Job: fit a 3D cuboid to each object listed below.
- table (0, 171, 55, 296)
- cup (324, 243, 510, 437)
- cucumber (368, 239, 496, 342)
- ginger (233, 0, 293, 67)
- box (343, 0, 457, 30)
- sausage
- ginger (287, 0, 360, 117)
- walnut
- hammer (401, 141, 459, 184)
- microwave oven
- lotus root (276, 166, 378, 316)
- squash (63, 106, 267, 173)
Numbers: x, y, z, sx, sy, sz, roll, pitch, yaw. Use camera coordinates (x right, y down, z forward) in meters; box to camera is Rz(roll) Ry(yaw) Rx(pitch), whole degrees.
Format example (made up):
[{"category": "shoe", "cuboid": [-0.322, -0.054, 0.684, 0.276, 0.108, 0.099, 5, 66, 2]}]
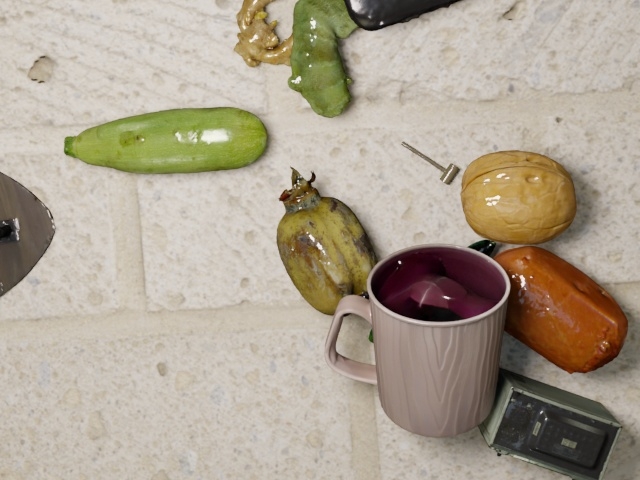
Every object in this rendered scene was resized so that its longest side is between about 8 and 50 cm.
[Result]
[{"category": "table", "cuboid": [-0.643, -0.006, 1.855, 0.317, 0.249, 0.317, 0, 95, 4]}, {"category": "cup", "cuboid": [0.163, 0.171, 1.787, 0.288, 0.208, 0.273, -14, 128, -13]}, {"category": "cucumber", "cuboid": [0.199, 0.093, 1.915, 0.284, 0.056, 0.056, -40, 92, 9]}, {"category": "ginger", "cuboid": [-0.100, -0.398, 1.887, 0.193, 0.052, 0.176, 39, 91, -2]}, {"category": "box", "cuboid": [0.163, -0.563, 1.814, 0.350, 0.091, 0.359, -19, 94, -6]}, {"category": "sausage", "cuboid": [0.394, 0.116, 1.851, 0.268, 0.153, 0.141, 35, 117, 2]}, {"category": "ginger", "cuboid": [0.017, -0.359, 1.859, 0.137, 0.089, 0.290, 17, 80, -37]}, {"category": "walnut", "cuboid": [0.336, -0.073, 1.836, 0.197, 0.165, 0.165, 5, 95, 8]}, {"category": "hammer", "cuboid": [0.189, -0.142, 1.910, 0.110, 0.019, 0.035, 33, 96, 2]}, {"category": "microwave oven", "cuboid": [0.388, 0.323, 1.868, 0.205, 0.163, 0.129, 19, 98, -2]}, {"category": "lotus root", "cuboid": [0.000, 0.000, 1.873, 0.154, 0.154, 0.278, -28, 95, 5]}, {"category": "squash", "cuboid": [-0.276, -0.172, 1.888, 0.370, 0.118, 0.118, -2, 95, 6]}]
